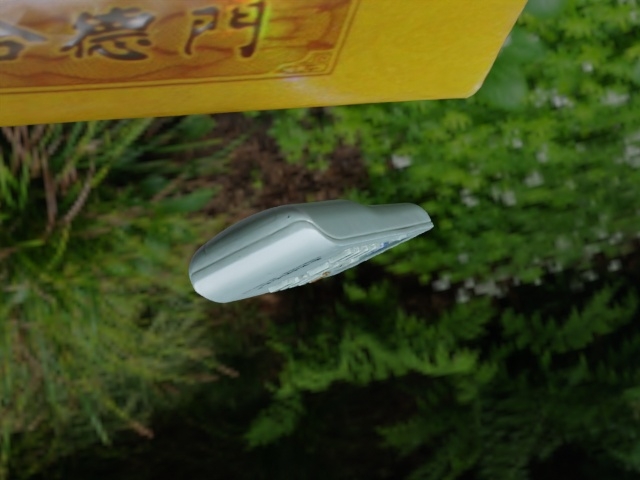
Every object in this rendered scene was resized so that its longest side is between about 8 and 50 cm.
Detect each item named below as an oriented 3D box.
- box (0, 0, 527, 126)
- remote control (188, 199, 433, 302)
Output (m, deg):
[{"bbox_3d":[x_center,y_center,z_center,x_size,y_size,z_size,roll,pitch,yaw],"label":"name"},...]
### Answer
[{"bbox_3d":[-0.101,-0.242,0.457,0.264,0.415,0.116,-5,155,-14],"label":"box"},{"bbox_3d":[0.000,0.000,0.601,0.061,0.029,0.162,-24,175,20],"label":"remote control"}]
